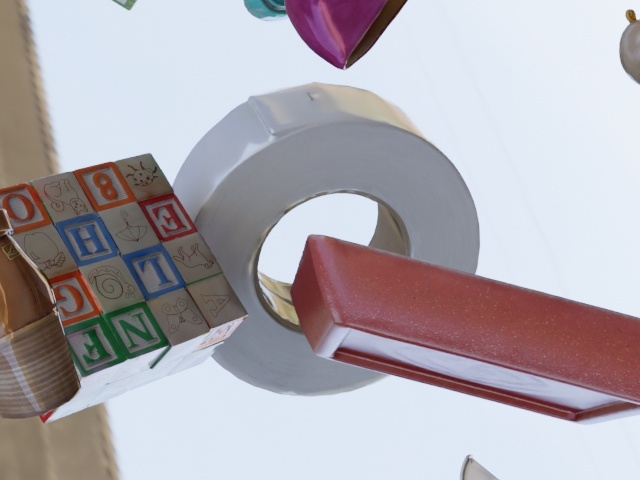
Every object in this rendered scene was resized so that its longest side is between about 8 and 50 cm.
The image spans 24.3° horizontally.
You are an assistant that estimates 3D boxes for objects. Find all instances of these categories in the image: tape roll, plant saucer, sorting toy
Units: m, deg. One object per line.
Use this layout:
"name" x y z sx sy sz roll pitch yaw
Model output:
"tape roll" 0.000 0.000 1.374 0.286 0.286 0.100 47 -173 -30
"plant saucer" 0.105 0.070 0.965 0.258 0.259 0.047 111 174 -79
"sorting toy" 0.180 0.266 1.552 0.083 0.045 0.075 38 -176 18

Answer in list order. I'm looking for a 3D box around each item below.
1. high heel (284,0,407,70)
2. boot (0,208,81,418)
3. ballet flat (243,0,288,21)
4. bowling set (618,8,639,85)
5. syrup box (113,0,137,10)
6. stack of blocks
"high heel" 0.088 -0.193 0.944 0.082 0.244 0.117 89 156 -58
"boot" -0.231 0.031 0.885 0.073 0.197 0.152 -35 -71 -51
"ballet flat" 0.008 -0.320 1.727 0.247 0.087 0.083 -27 -80 -28
"bowling set" 0.315 -0.042 0.965 0.154 0.200 0.287 -26 -82 -27
"syrup box" -0.163 -0.350 1.455 0.093 0.237 0.096 31 -141 -13
"stack of blocks" -0.224 0.049 1.170 0.297 0.087 0.171 -18 -110 -43
